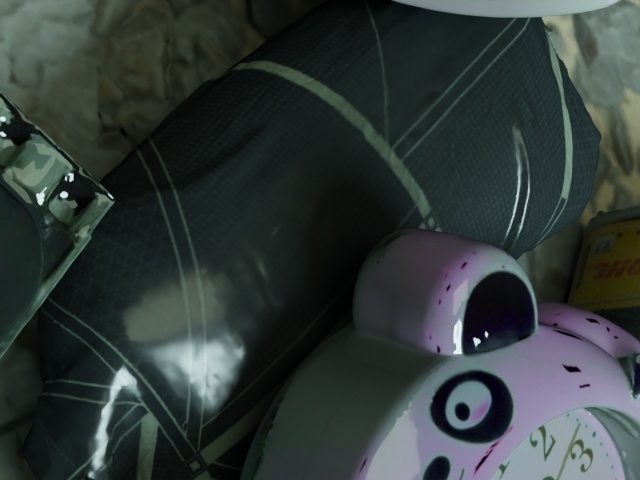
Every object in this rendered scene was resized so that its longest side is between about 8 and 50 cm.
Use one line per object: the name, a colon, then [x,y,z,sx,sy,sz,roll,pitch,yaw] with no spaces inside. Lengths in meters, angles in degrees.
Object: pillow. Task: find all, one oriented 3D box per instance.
pillow: [0.000,0.000,0.799,0.335,0.092,0.161,-43,107,-32]

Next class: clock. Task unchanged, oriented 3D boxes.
clock: [0.065,0.131,0.766,0.248,0.090,0.227,47,66,-40]

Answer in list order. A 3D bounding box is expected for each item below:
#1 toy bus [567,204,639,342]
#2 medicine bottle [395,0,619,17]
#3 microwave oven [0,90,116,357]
toy bus: [0.278,0.083,0.963,0.342,0.097,0.138,27,67,-26]
medicine bottle: [0.089,-0.242,0.852,0.179,0.124,0.324,10,48,10]
microwave oven: [-0.249,-0.022,0.582,0.295,0.181,0.237,44,58,-18]
